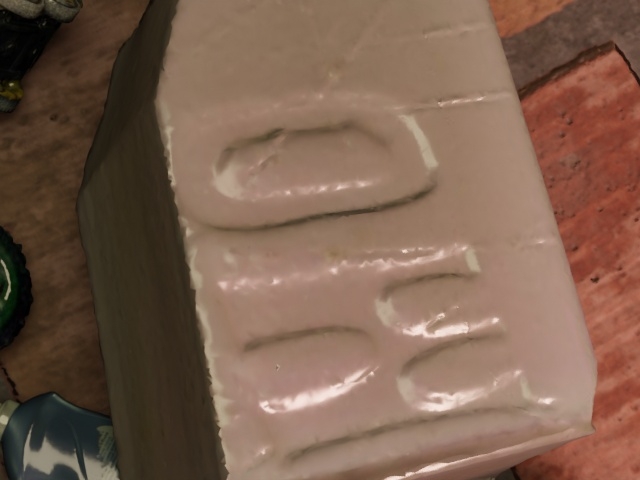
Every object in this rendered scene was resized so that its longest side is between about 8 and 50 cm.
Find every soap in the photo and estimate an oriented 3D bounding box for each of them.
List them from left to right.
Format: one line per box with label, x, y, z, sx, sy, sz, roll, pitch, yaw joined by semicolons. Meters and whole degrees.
soap;0.000;0.000;1.198;0.350;0.213;0.435;-7;76;-22

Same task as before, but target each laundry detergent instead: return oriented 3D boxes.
laundry detergent;-0.182;0.186;1.238;0.206;0.061;0.096;25;77;0

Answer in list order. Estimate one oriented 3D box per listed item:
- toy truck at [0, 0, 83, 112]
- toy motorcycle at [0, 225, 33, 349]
toy truck;-0.326;-0.196;1.217;0.157;0.272;0.124;42;108;17
toy motorcycle;-0.419;-0.022;1.175;0.410;0.169;0.237;45;47;-15
